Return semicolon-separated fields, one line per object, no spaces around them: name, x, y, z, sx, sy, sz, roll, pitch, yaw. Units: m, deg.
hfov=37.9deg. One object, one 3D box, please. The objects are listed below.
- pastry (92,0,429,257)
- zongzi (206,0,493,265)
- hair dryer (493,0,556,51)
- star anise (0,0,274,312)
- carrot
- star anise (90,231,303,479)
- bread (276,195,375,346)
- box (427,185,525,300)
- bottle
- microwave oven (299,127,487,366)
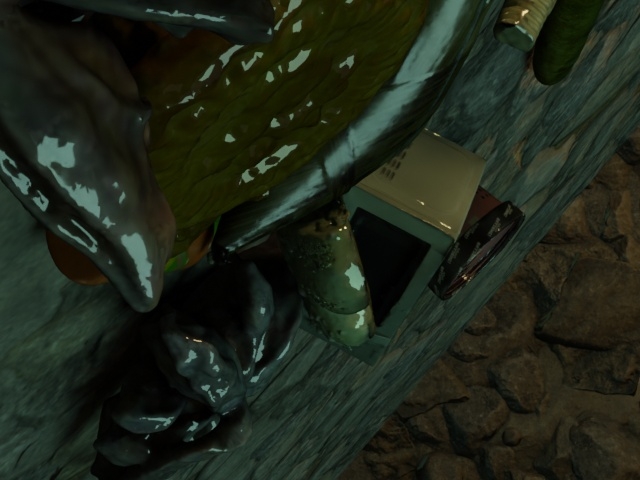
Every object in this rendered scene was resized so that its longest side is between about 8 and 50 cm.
pastry;-0.052;-0.113;0.508;0.240;0.132;0.235;-34;169;-17
zongzi;0.014;-0.112;0.643;0.242;0.112;0.221;-43;166;-34
hair dryer;0.173;-0.280;0.440;0.296;0.119;0.298;101;13;-54
star anise;-0.114;-0.092;0.331;0.111;0.198;0.258;-84;-171;-56
carrot;0.280;-0.257;1.062;0.074;0.074;0.358;-44;166;-8
star anise;-0.109;0.136;0.891;0.316;0.139;0.359;-45;172;-11
bread;0.000;0.000;0.791;0.064;0.172;0.232;-15;163;0
box;0.163;-0.023;1.193;0.151;0.135;0.151;-39;163;-14
bottle;-0.110;-0.010;0.669;0.069;0.069;0.187;-53;163;20
microwave oven;0.060;-0.002;0.960;0.208;0.122;0.162;-63;179;42
